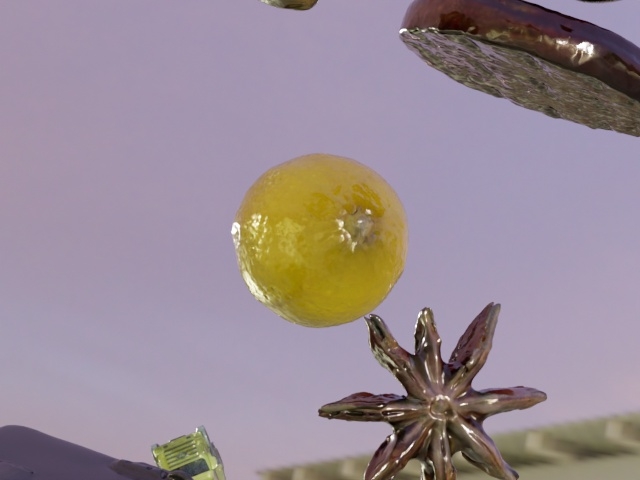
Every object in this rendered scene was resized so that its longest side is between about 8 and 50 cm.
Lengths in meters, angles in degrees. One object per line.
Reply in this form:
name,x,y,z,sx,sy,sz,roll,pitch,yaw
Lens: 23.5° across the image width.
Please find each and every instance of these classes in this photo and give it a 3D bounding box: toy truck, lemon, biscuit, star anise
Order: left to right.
toy truck,-0.176,0.347,2.198,0.085,0.116,0.191,-21,-22,-4
lemon,0.000,0.000,2.334,0.293,0.293,0.293,11,-16,3
star anise,0.134,0.191,1.805,0.288,0.288,0.088,18,-4,-17
biscuit,0.309,-0.253,2.141,0.407,0.091,0.407,20,-3,1

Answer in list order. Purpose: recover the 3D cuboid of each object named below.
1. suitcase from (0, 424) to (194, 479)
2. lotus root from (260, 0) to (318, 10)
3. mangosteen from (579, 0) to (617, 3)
suitcase,-0.371,0.371,1.914,0.339,0.188,0.345,17,20,20
lotus root,-0.071,-0.385,1.977,0.124,0.241,0.123,-20,-41,-28
mangosteen,0.372,-0.437,2.011,0.228,0.228,0.265,13,-31,-2
